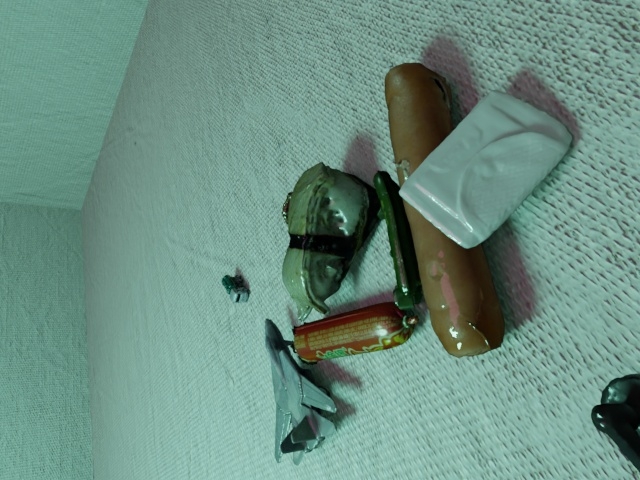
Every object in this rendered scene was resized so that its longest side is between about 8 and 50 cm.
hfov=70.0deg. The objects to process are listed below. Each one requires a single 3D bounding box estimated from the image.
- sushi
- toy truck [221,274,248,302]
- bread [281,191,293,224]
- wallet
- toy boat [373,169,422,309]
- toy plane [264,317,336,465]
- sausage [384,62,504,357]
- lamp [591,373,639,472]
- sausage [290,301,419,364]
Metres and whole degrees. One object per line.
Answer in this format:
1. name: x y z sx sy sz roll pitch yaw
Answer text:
1. sushi: -0.014 0.004 0.769 0.134 0.109 0.273 32 97 51
2. toy truck: -0.209 0.117 1.110 0.083 0.044 0.039 47 125 45
3. bread: -0.033 -0.066 0.887 0.113 0.060 0.082 1 89 54
4. wallet: 0.191 -0.088 0.537 0.183 0.032 0.124 -47 64 3
5. toy boat: 0.114 -0.006 0.660 0.052 0.104 0.210 -15 73 17
6. toy plane: -0.052 0.260 0.859 0.212 0.088 0.267 -54 38 33
7. sausage: 0.156 -0.060 0.609 0.094 0.094 0.419 -18 70 31
8. lamp: 0.349 0.177 0.226 0.374 0.205 0.272 131 137 -60
9. sausage: 0.054 0.146 0.731 0.264 0.083 0.083 -26 65 48
